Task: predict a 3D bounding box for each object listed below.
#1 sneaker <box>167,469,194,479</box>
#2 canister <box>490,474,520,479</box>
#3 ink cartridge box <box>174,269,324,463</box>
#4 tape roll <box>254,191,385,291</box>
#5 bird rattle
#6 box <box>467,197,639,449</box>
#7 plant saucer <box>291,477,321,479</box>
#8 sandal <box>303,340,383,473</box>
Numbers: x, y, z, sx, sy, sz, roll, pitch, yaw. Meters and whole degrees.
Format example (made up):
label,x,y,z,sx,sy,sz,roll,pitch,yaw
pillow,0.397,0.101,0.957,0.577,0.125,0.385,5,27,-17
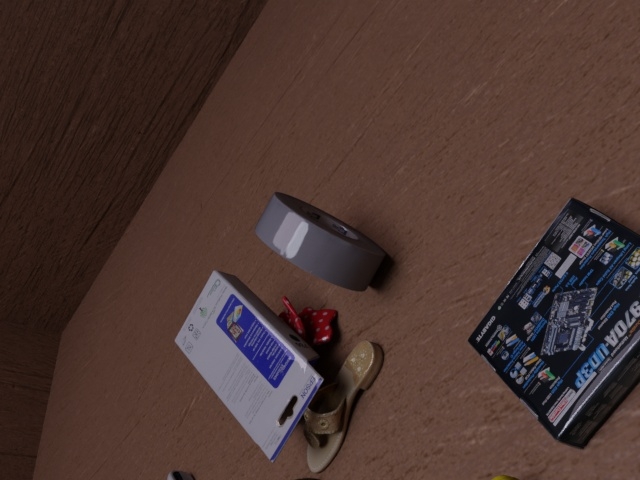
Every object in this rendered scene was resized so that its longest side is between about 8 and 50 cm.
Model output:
label,x,y,z,sx,sy,sz,roll,pitch,yaw
sneaker,-0.293,0.588,1.206,0.121,0.079,0.217,-70,21,1
canister,0.217,0.326,0.559,0.170,0.073,0.126,27,93,62
ink cartridge box,-0.119,0.205,0.999,0.332,0.065,0.165,39,101,40
tape roll,0.000,0.000,0.987,0.072,0.219,0.219,-61,30,9
bird rattle,-0.065,0.235,1.076,0.253,0.143,0.207,-27,58,31
box,0.283,0.084,0.641,0.220,0.051,0.175,-58,31,14
plant saucer,-0.078,0.496,0.855,0.310,0.050,0.311,-37,27,23
sandal,0.008,0.260,0.934,0.240,0.079,0.088,-62,30,9
